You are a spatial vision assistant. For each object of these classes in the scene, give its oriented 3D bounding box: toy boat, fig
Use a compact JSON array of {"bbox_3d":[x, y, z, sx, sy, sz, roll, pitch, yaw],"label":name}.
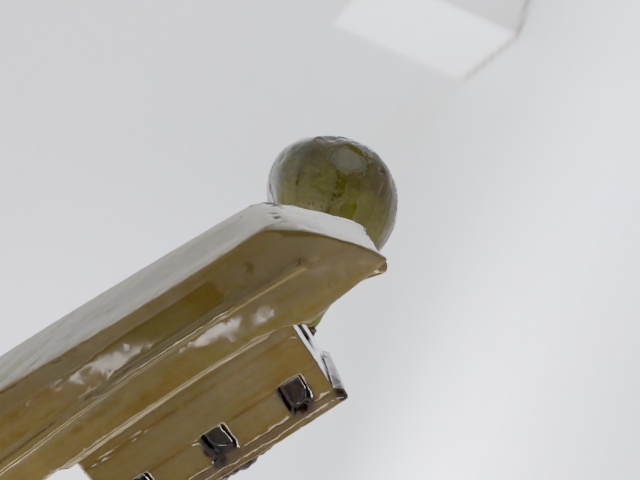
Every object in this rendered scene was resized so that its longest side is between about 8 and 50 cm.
[{"bbox_3d":[-0.062,0.057,0.541,0.200,0.077,0.057,-31,20,2],"label":"toy boat"},{"bbox_3d":[0.016,-0.005,1.359,0.133,0.127,0.184,-7,95,67],"label":"fig"}]
